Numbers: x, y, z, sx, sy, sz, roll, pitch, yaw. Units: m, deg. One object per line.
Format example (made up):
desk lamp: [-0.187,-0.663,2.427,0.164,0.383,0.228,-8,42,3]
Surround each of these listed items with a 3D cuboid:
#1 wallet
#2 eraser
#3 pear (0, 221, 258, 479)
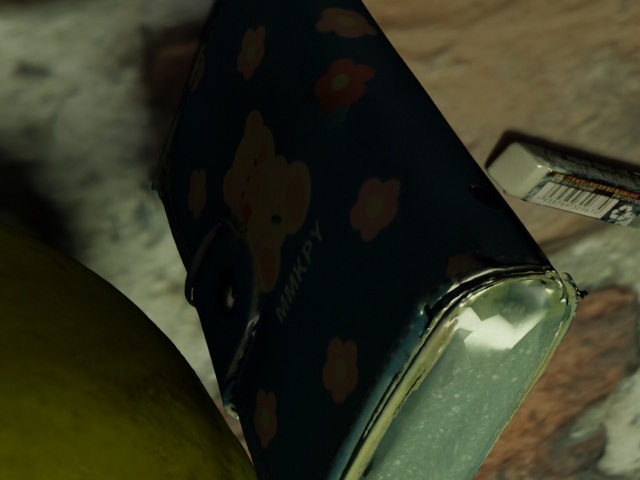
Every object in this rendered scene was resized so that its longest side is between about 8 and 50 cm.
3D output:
wallet: [-0.001,0.000,0.415,0.059,0.202,0.141,3,128,-28]
eraser: [0.124,-0.026,0.569,0.099,0.019,0.027,10,137,-29]
pear: [-0.172,0.107,0.401,0.307,0.253,0.253,7,125,-17]
